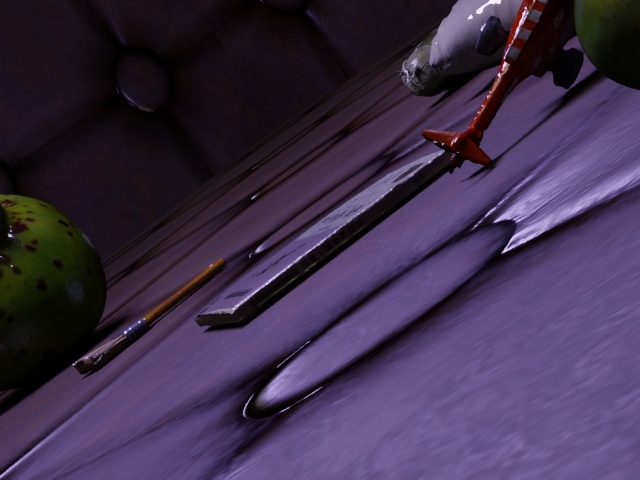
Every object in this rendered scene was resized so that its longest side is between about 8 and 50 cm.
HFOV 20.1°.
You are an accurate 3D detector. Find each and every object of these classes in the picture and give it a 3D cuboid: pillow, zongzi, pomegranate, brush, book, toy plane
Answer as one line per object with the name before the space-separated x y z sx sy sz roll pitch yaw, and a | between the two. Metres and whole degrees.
pillow | 0.181 -0.201 1.491 0.181 0.078 0.134 -27 13 41
zongzi | 0.111 -0.163 1.743 0.109 0.055 0.119 -40 -5 -24
pomegranate | -0.318 0.029 1.754 0.211 0.263 0.211 -6 37 4
brush | -0.140 0.061 1.527 0.170 0.014 0.043 -38 8 -34
book | 0.000 0.000 1.190 0.182 0.014 0.127 -37 6 -15
toy plane | 0.130 -0.109 1.090 0.077 0.126 0.194 94 -176 -56

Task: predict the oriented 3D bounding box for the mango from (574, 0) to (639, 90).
mango | 0.180 -0.126 0.794 0.122 0.085 0.191 -35 6 40
